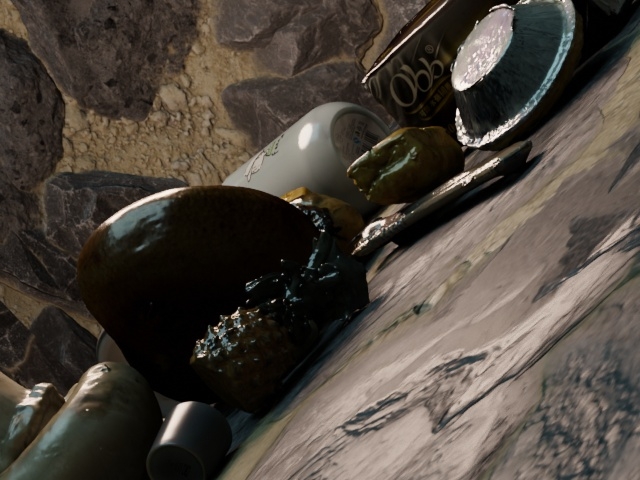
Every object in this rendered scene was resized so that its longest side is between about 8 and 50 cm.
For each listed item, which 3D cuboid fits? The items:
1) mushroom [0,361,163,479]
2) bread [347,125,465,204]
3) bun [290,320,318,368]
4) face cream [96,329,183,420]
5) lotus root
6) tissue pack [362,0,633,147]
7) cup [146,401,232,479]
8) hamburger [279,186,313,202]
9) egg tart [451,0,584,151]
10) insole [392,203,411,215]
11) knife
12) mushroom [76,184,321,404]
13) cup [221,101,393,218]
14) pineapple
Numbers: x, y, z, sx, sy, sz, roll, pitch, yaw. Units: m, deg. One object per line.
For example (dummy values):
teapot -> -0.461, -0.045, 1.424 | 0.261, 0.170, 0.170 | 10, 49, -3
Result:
mushroom -> -0.349, 0.241, 1.843 | 0.292, 0.290, 0.292 | -47, 3, 3
bread -> 0.117, -0.095, 1.949 | 0.114, 0.083, 0.211 | -32, -8, 21
bun -> -0.059, 0.125, 1.814 | 0.115, 0.069, 0.115 | -44, 4, 4
face cream -> -0.222, 0.155, 2.212 | 0.177, 0.177, 0.153 | -39, 6, 36
lotus root -> 0.000, 0.000, 2.105 | 0.138, 0.138, 0.214 | -43, -10, 6
tissue pack -> 0.255, -0.297, 2.150 | 0.370, 0.198, 0.210 | -40, 11, 36
cup -> -0.144, 0.234, 1.605 | 0.077, 0.078, 0.100 | -60, -16, -60
hamburger -> -0.050, 0.018, 2.356 | 0.189, 0.122, 0.215 | -52, 12, -24
egg tart -> 0.238, -0.225, 1.927 | 0.234, 0.094, 0.234 | -44, 29, 33
insole -> 0.081, -0.010, 2.206 | 0.188, 0.004, 0.064 | -42, 6, 17
knife -> 0.145, -0.044, 1.810 | 0.089, 0.043, 0.365 | -46, 8, -31
mushroom -> -0.163, 0.047, 1.959 | 0.345, 0.345, 0.260 | -41, 42, 23
cup -> -0.014, -0.096, 2.533 | 0.312, 0.205, 0.205 | -37, 8, 46
pineapple -> -0.040, 0.089, 1.723 | 0.237, 0.119, 0.111 | -48, 29, -23
